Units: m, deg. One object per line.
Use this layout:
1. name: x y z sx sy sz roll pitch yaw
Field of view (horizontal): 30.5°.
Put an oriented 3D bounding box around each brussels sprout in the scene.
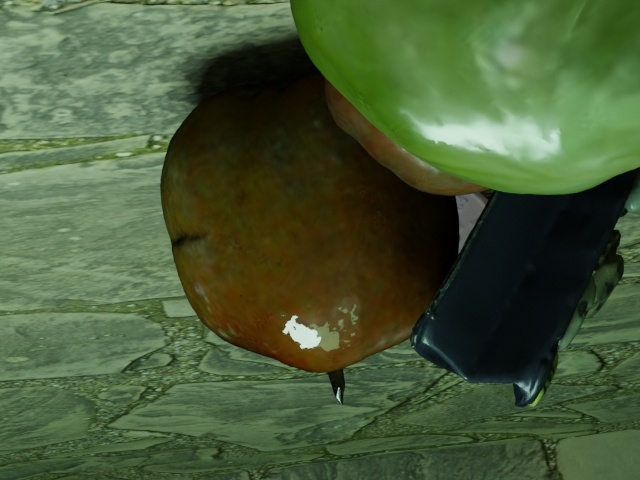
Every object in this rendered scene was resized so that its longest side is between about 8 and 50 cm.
1. brussels sprout: 0.127 -0.187 0.649 0.327 0.328 0.247 -10 -177 13

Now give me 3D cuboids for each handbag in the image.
1. handbag: 0.219 0.004 1.080 0.121 0.303 0.329 27 176 16

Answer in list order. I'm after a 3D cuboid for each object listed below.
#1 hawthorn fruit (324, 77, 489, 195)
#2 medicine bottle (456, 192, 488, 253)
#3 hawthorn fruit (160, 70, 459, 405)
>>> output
1. hawthorn fruit: 0.123 -0.155 0.869 0.199 0.199 0.251 15 138 -40
2. medicine bottle: 0.159 0.040 1.407 0.152 0.152 0.254 -9 159 11
3. hawthorn fruit: 0.000 0.000 1.067 0.267 0.301 0.268 -13 174 -1
